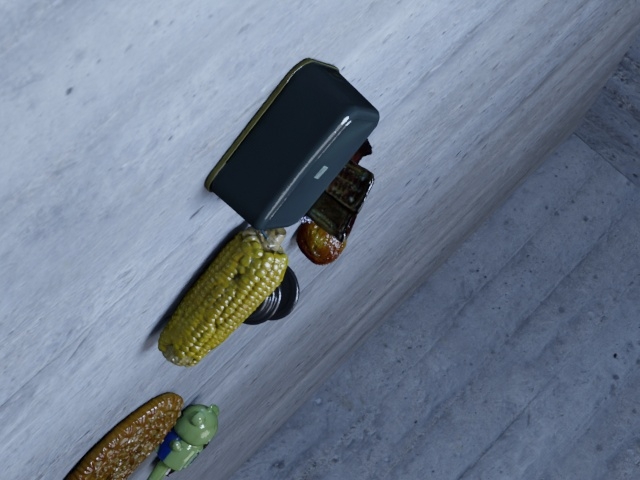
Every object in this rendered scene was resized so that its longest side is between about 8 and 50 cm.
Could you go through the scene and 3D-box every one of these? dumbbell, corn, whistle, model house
[{"bbox_3d":[-0.092,0.080,1.552,0.099,0.099,0.208,-49,167,13],"label":"dumbbell"},{"bbox_3d":[-0.136,0.078,1.405,0.262,0.097,0.097,-49,168,16],"label":"corn"},{"bbox_3d":[-0.285,0.417,2.019,0.227,0.085,0.105,-51,167,13],"label":"whistle"},{"bbox_3d":[0.030,-0.105,1.290,0.106,0.165,0.152,-18,152,-33],"label":"model house"}]

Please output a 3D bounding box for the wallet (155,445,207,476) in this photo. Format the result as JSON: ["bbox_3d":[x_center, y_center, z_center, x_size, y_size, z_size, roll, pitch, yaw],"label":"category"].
[{"bbox_3d":[-0.320,0.490,2.267,0.137,0.031,0.255,-44,168,-12],"label":"wallet"}]

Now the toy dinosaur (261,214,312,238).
[{"bbox_3d":[-0.022,-0.065,1.365,0.197,0.080,0.045,-38,168,-36],"label":"toy dinosaur"}]

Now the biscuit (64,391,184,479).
[{"bbox_3d":[-0.359,0.391,1.785,0.305,0.038,0.305,-44,168,-12],"label":"biscuit"}]

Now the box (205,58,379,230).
[{"bbox_3d":[-0.028,-0.108,1.179,0.201,0.090,0.144,-49,167,15],"label":"box"}]

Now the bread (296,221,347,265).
[{"bbox_3d":[0.000,0.000,1.651,0.085,0.085,0.053,-53,175,28],"label":"bread"}]
